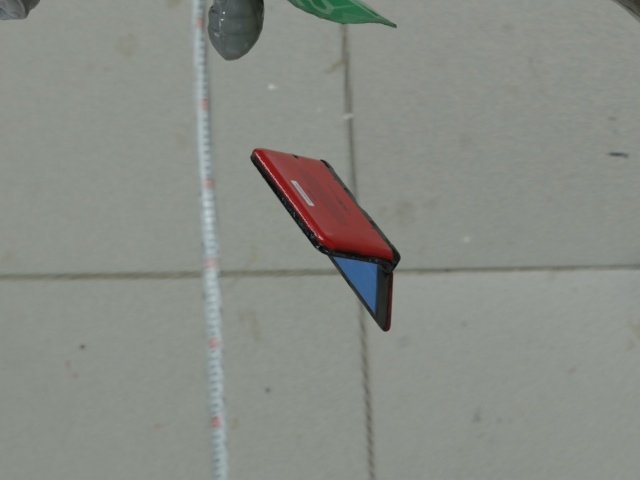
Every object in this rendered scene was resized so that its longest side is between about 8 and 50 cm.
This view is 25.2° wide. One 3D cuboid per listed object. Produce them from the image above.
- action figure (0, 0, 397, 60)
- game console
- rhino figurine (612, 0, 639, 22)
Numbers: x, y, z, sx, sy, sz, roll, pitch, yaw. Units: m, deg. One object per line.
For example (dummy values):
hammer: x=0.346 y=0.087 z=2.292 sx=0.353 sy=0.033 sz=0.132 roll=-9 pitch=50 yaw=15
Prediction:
action figure: x=-0.087 y=-0.091 z=0.327 sx=0.137 sy=0.232 sz=0.063 roll=31 pitch=100 yaw=25
game console: x=0.000 y=0.000 z=1.221 sx=0.085 sy=0.124 sz=0.144 roll=-60 pitch=43 yaw=24
rhino figurine: x=0.152 y=-0.128 z=0.580 sx=0.243 sy=0.073 sz=0.106 roll=40 pitch=133 yaw=35
